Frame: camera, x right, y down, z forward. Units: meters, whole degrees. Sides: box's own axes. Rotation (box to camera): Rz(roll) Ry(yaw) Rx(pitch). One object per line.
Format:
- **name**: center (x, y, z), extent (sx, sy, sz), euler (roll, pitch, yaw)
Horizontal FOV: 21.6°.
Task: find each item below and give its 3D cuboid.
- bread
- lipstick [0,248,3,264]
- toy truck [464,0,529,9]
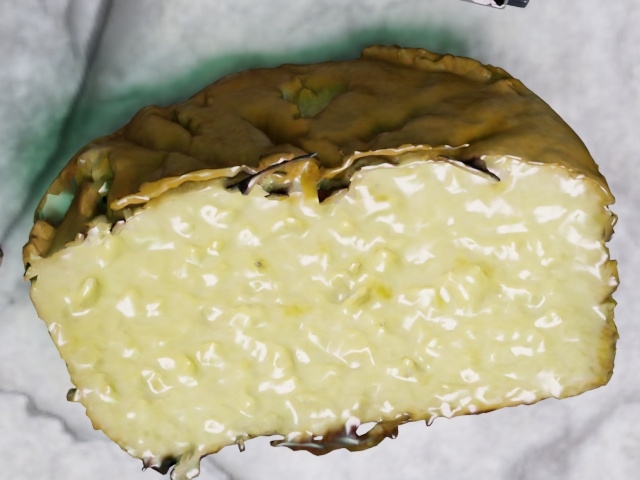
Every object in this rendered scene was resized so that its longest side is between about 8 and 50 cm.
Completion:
- **bread**: center (0.004, -0.003, 0.782), extent (0.260, 0.147, 0.160), euler (-14, 123, 9)
- **lipstick**: center (-0.181, 0.045, 0.851), extent (0.019, 0.019, 0.094), euler (16, 111, -11)
- **toy truck**: center (0.083, -0.193, 0.733), extent (0.083, 0.092, 0.192), euler (10, 120, -8)
